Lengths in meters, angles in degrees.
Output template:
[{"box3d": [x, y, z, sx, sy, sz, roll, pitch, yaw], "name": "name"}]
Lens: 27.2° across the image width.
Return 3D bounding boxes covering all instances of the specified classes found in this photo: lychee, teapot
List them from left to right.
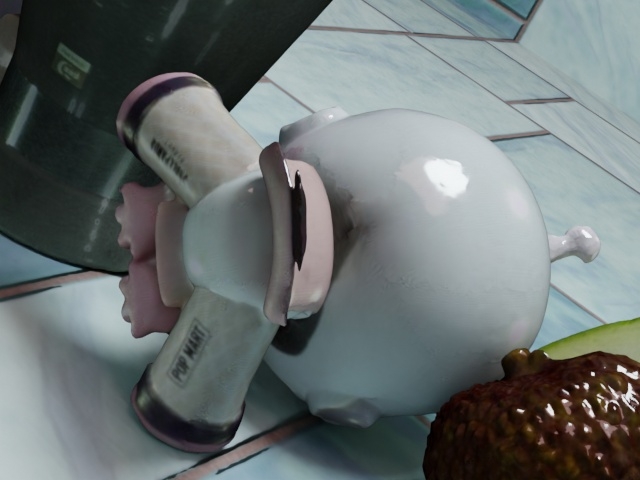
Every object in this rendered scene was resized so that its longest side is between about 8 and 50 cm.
[{"box3d": [-0.155, -0.181, 1.034, 0.300, 0.344, 0.253, 38, 21, 20], "name": "teapot"}, {"box3d": [0.166, 0.162, 0.910, 0.194, 0.194, 0.194, 26, 21, -11], "name": "lychee"}]

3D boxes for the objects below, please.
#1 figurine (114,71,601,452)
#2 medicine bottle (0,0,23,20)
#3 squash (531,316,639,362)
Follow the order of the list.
[{"box3d": [0.026, 0.024, 0.955, 0.211, 0.253, 0.361, 7, 2, 39], "name": "figurine"}, {"box3d": [-0.277, -0.277, 1.237, 0.302, 0.241, 0.241, 13, 24, -15], "name": "medicine bottle"}, {"box3d": [0.253, 0.100, 1.010, 0.203, 0.288, 0.111, 33, 61, 9], "name": "squash"}]
